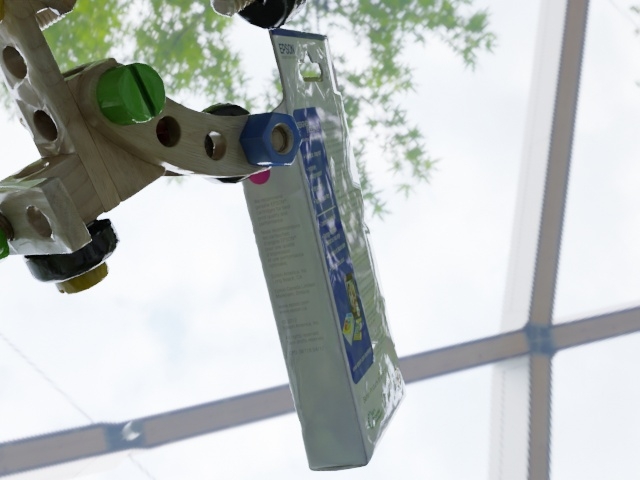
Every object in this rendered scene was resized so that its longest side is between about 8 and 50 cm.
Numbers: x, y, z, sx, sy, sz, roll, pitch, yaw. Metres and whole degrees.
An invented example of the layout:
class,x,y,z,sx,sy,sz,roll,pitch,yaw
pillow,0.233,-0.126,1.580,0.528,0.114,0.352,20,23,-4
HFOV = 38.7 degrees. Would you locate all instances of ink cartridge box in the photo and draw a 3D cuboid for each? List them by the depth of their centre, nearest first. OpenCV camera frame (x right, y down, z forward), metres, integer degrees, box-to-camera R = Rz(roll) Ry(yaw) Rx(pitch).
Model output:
class,x,y,z,sx,sy,sz,roll,pitch,yaw
ink cartridge box,0.000,0.000,0.824,0.176,0.069,0.371,-32,-67,-71

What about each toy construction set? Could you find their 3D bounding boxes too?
class,x,y,z,sx,sy,sz,roll,pitch,yaw
toy construction set,-0.186,-0.110,0.570,0.308,0.257,0.237,25,-129,28
